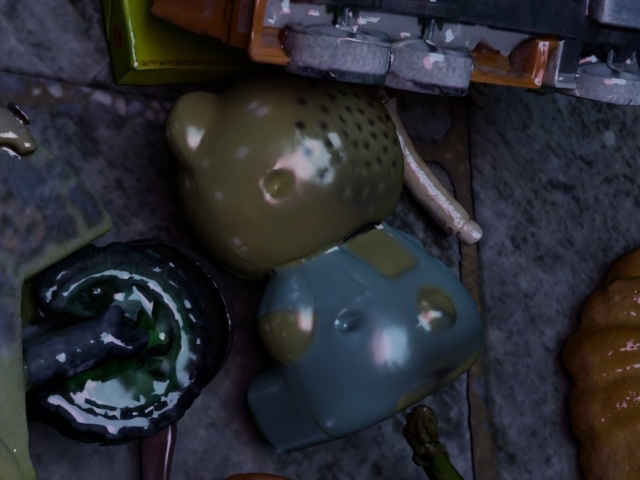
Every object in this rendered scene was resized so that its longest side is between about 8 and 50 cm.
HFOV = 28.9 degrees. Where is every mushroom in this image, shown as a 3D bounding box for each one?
[{"bbox_3d":[0.077,-0.079,1.021,0.061,0.060,0.187,-39,102,-38],"label":"mushroom"}]

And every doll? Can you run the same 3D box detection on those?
[{"bbox_3d":[0.000,0.000,0.884,0.177,0.161,0.261,-23,87,-41],"label":"doll"}]

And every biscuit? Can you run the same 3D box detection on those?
[{"bbox_3d":[0.363,0.143,1.107,0.325,0.107,0.326,8,75,-32],"label":"biscuit"}]

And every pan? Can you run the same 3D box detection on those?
[{"bbox_3d":[-0.109,0.103,0.848,0.040,0.115,0.212,-25,113,-74],"label":"pan"}]

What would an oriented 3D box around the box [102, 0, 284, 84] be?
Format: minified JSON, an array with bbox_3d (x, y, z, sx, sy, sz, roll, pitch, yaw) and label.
[{"bbox_3d":[-0.096,-0.286,0.978,0.187,0.047,0.335,-5,80,-33],"label":"box"}]

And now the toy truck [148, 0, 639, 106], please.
[{"bbox_3d":[0.078,-0.200,0.900,0.387,0.207,0.173,1,103,-37],"label":"toy truck"}]

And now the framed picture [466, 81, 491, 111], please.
[{"bbox_3d":[0.067,-0.279,1.056,0.293,0.018,0.231,34,56,-29],"label":"framed picture"}]

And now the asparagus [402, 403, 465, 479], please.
[{"bbox_3d":[0.093,0.171,0.905,0.027,0.034,0.236,-69,150,-26],"label":"asparagus"}]

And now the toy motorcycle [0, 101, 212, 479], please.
[{"bbox_3d":[-0.261,0.000,0.729,0.410,0.169,0.237,43,51,-4],"label":"toy motorcycle"}]

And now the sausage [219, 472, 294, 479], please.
[{"bbox_3d":[-0.013,0.278,0.823,0.133,0.133,0.258,-13,83,-33],"label":"sausage"}]
